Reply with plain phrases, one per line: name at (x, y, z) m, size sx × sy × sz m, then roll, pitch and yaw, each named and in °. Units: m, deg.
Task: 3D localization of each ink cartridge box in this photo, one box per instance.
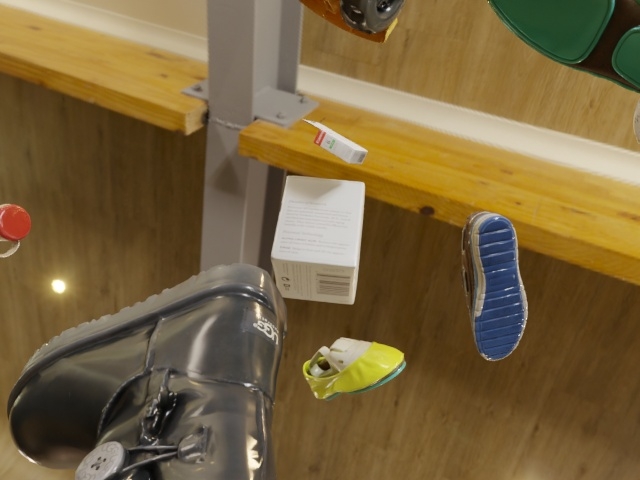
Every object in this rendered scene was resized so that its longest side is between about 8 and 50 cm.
ink cartridge box at (0.021, -0.172, 1.016) m, size 0.115 × 0.063 × 0.029 m, roll 33°, pitch -72°, yaw 19°

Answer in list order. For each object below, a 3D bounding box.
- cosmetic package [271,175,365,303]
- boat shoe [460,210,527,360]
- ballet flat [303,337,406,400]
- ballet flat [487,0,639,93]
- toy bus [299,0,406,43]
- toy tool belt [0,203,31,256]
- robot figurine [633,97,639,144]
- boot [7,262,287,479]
cosmetic package at (0.000, 0.000, 1.089) m, size 0.151 × 0.184 × 0.151 m, roll 5°, pitch -33°, yaw 4°
boat shoe at (0.204, 0.052, 0.698) m, size 0.066 × 0.066 × 0.183 m, roll -7°, pitch -74°, yaw -8°
ballet flat at (0.034, 0.182, 0.843) m, size 0.077 × 0.077 × 0.231 m, roll 51°, pitch -33°, yaw 2°
ballet flat at (0.246, -0.174, 0.474) m, size 0.247 × 0.087 × 0.083 m, roll 40°, pitch -41°, yaw 20°
toy bus at (0.033, -0.319, 0.504) m, size 0.149 × 0.220 × 0.211 m, roll 39°, pitch -87°, yaw 25°
toy tool belt at (-0.195, -0.021, 0.289) m, size 0.051 × 0.052 × 0.083 m, roll -6°, pitch -26°, yaw 29°
robot figurine at (0.540, -0.121, 0.744) m, size 0.209 × 0.173 × 0.278 m, roll -50°, pitch -128°, yaw 35°
boot at (-0.184, 0.253, 0.450) m, size 0.367 × 0.445 × 0.146 m, roll -34°, pitch -57°, yaw 21°
